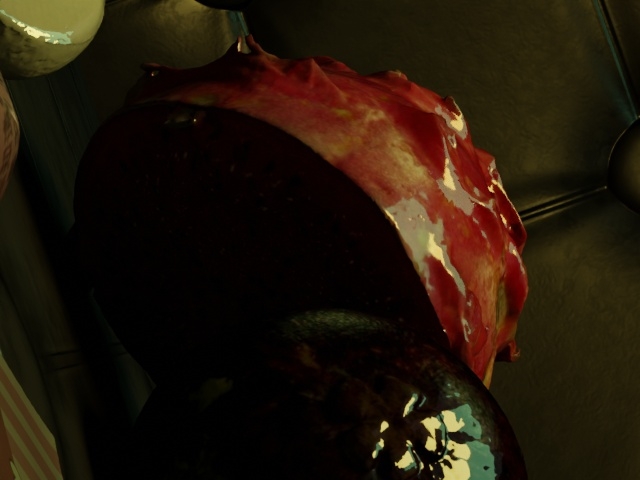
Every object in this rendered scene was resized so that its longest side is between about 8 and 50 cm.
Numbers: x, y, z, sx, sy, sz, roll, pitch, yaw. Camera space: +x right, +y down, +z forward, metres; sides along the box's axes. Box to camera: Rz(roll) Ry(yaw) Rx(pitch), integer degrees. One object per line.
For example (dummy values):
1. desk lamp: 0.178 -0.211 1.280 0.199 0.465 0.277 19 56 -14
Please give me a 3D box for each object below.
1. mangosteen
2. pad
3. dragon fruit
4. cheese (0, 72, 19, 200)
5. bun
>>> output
1. mangosteen: -0.002 0.183 1.325 0.288 0.288 0.288 161 -90 -88
2. pad: -0.117 0.183 0.933 0.202 0.005 0.299 74 -4 -60
3. dragon fruit: 0.000 0.000 1.539 0.386 0.249 0.370 14 -51 35
4. cheese: -0.168 -0.086 0.737 0.286 0.074 0.189 -122 -167 -64
5. bun: -0.198 -0.147 1.135 0.138 0.094 0.138 35 35 -30
